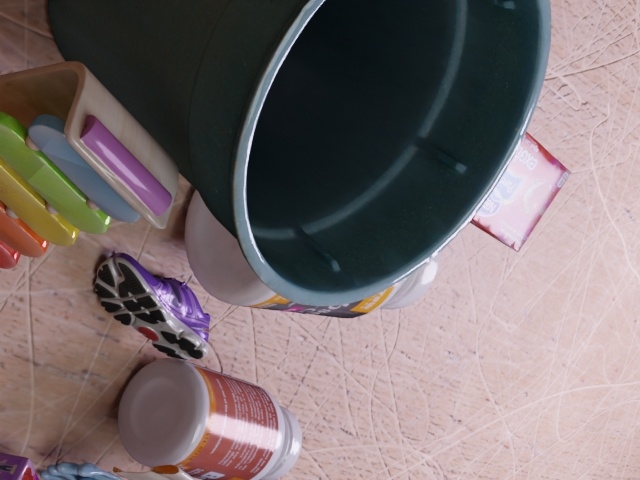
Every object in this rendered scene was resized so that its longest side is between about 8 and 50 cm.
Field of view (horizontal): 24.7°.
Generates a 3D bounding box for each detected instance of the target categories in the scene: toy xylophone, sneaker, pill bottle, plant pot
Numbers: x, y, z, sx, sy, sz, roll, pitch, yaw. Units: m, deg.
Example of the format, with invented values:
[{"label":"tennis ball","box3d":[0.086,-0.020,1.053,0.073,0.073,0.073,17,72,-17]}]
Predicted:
[{"label":"toy xylophone","box3d":[-0.264,-0.080,1.146,0.236,0.322,0.081,42,56,-30]},{"label":"sneaker","box3d":[-0.174,0.061,1.530,0.170,0.068,0.071,50,41,-44]},{"label":"pill bottle","box3d":[-0.117,0.211,1.645,0.216,0.121,0.121,27,97,-52]},{"label":"plant pot","box3d":[-0.041,-0.171,1.250,0.341,0.334,0.341,-27,135,-31]},{"label":"pill bottle","box3d":[0.000,0.000,1.573,0.278,0.162,0.162,10,111,-50]}]

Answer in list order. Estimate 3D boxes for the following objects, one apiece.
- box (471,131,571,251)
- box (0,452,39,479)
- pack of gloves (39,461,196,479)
[{"label":"box","box3d":[0.169,-0.099,1.705,0.123,0.128,0.257,-56,144,3]},{"label":"box","box3d":[-0.349,0.389,1.468,0.201,0.057,0.293,79,25,-45]},{"label":"pack of gloves","box3d":[-0.180,0.270,1.603,0.232,0.195,0.046,48,47,-53]}]
